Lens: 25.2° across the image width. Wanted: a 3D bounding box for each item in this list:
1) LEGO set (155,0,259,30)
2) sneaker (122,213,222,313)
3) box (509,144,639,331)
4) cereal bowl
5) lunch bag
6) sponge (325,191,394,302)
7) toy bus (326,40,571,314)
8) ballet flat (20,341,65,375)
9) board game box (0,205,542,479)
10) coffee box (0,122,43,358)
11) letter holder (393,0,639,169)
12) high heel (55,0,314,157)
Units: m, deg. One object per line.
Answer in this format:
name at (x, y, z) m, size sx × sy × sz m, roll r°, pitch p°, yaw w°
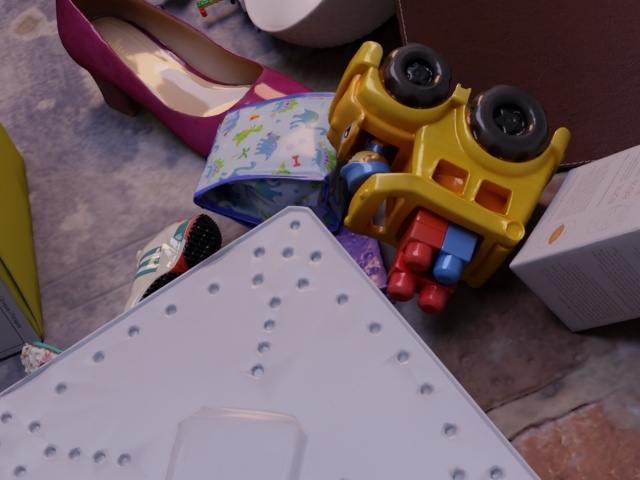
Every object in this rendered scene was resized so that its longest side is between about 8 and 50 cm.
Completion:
LEGO set at (-0.117, -0.341, 1.859) m, size 0.182 × 0.060 × 0.244 m, roll 5°, pitch 42°, yaw 37°
sneaker at (-0.166, 0.041, 1.472) m, size 0.075 × 0.057 × 0.161 m, roll -7°, pitch 43°, yaw 43°
box at (0.270, -0.008, 1.228) m, size 0.130 × 0.091 × 0.170 m, roll -54°, pitch 17°, yaw -29°
cereal bowl at (0.053, -0.375, 1.665) m, size 0.339 × 0.141 × 0.339 m, roll -39°, pitch 41°, yaw 45°
lunch bag at (-0.043, -0.080, 1.451) m, size 0.151 × 0.096 × 0.129 m, roll 4°, pitch 47°, yaw 15°
sponge at (0.000, 0.000, 1.445) m, size 0.117 × 0.031 × 0.210 m, roll -18°, pitch 42°, yaw 6°
toy bus at (0.092, -0.047, 1.322) m, size 0.220 × 0.149 × 0.211 m, roll 26°, pitch 62°, yaw -2°
ballet flat at (-0.206, 0.153, 1.344) m, size 0.241 × 0.091 × 0.077 m, roll 11°, pitch 64°, yaw 35°
board game box at (-0.069, 0.203, 1.190) m, size 0.390 × 0.050 × 0.390 m, roll -33°, pitch 56°, yaw -11°
coffee box at (-0.520, -0.050, 1.505) m, size 0.334 × 0.338 × 0.338 m, roll -22°, pitch 42°, yaw 2°
letter holder at (0.251, -0.191, 1.460) m, size 0.302 × 0.214 × 0.152 m, roll -8°, pitch 12°, yaw 18°
high heel at (-0.157, -0.202, 1.613) m, size 0.377 × 0.181 × 0.127 m, roll 14°, pitch 54°, yaw 35°
